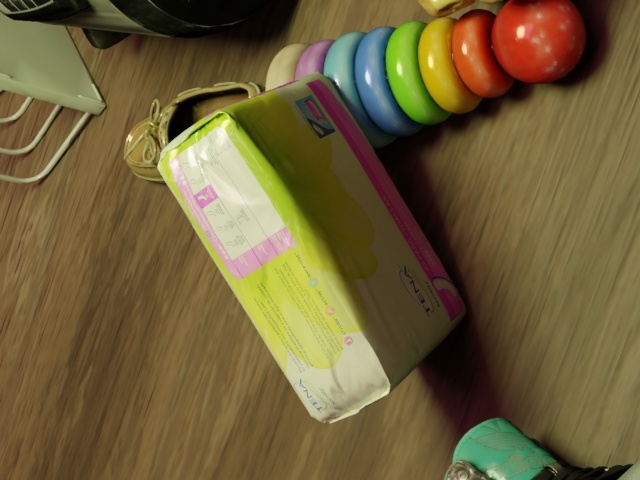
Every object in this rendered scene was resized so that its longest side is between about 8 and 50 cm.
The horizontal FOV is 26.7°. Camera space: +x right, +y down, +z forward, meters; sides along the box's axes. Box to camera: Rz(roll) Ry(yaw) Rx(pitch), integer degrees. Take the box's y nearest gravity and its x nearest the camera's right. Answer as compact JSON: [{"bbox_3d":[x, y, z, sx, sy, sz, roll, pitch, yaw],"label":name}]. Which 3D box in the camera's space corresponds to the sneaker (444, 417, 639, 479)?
[{"bbox_3d":[0.203,0.213,1.151,0.178,0.124,0.295,57,131,30],"label":"sneaker"}]

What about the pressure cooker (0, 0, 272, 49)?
[{"bbox_3d":[-0.258,-0.422,1.576,0.420,0.375,0.369,14,89,40],"label":"pressure cooker"}]

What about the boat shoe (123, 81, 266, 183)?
[{"bbox_3d":[-0.146,-0.138,1.594,0.285,0.089,0.104,-16,70,40],"label":"boat shoe"}]

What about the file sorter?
[{"bbox_3d":[-0.456,-0.233,1.838,0.173,0.193,0.277,-50,51,25],"label":"file sorter"}]

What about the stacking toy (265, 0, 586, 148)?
[{"bbox_3d":[0.112,-0.169,1.352,0.330,0.141,0.141,-13,71,33],"label":"stacking toy"}]

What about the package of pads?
[{"bbox_3d":[0.000,0.000,1.256,0.101,0.229,0.296,-32,91,29],"label":"package of pads"}]

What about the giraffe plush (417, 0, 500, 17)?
[{"bbox_3d":[0.169,-0.326,1.250,0.210,0.181,0.170,-15,108,33],"label":"giraffe plush"}]
